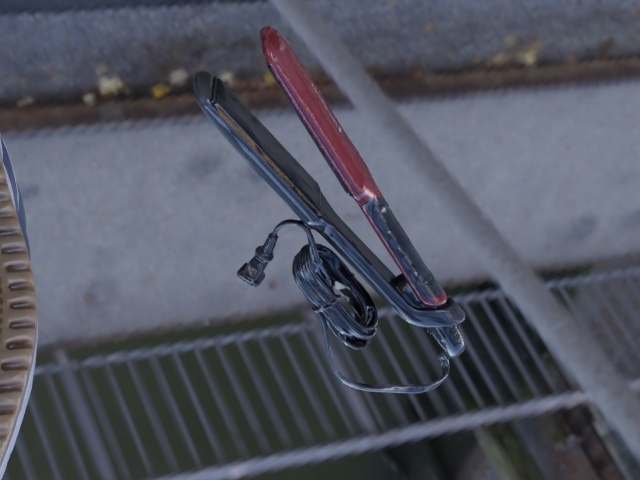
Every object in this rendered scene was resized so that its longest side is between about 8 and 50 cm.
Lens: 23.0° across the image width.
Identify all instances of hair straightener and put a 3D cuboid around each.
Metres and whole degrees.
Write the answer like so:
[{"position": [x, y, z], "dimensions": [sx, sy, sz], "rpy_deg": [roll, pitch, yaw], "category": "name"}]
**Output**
[{"position": [0.000, 0.000, 0.830], "dimensions": [0.089, 0.047, 0.230], "rpy_deg": [-30, 119, 12], "category": "hair straightener"}]

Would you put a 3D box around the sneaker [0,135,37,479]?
[{"position": [-0.166, 0.033, 0.648], "dimensions": [0.099, 0.282, 0.153], "rpy_deg": [-3, 144, -10], "category": "sneaker"}]
